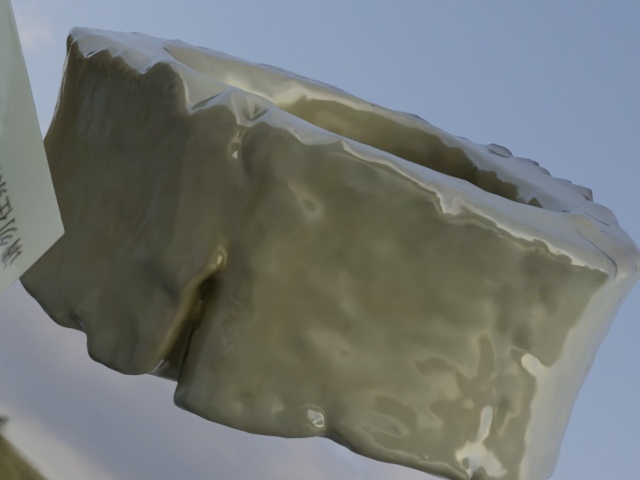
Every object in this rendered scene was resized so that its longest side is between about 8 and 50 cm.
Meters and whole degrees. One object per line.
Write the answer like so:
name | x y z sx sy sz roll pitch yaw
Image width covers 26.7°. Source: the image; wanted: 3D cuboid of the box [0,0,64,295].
box | -0.176 0.031 0.404 0.035 0.245 0.139 30 -33 18

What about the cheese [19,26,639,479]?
cheese | -0.003 0.002 0.732 0.292 0.153 0.332 13 11 -32
